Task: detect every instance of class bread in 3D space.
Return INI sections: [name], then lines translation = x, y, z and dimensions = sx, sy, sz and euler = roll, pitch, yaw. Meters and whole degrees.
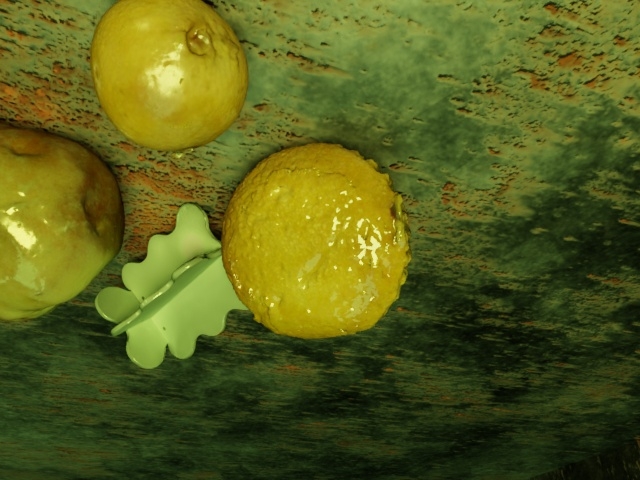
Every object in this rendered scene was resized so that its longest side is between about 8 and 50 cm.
[bread]
translation = -0.003, 0.001, 0.634
dimensions = 0.239, 0.240, 0.139
euler = -18, -178, 21

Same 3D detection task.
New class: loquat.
[loquat]
translation = -0.130, -0.146, 0.475
dimensions = 0.141, 0.141, 0.141
euler = -1, 143, -1

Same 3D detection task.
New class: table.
[table]
translation = -0.186, 0.060, 0.742
dimensions = 0.166, 0.167, 0.198
euler = 30, 125, -35

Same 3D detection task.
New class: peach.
[peach]
translation = -0.337, -0.034, 0.581
dimensions = 0.214, 0.214, 0.236
euler = -24, 120, 27
